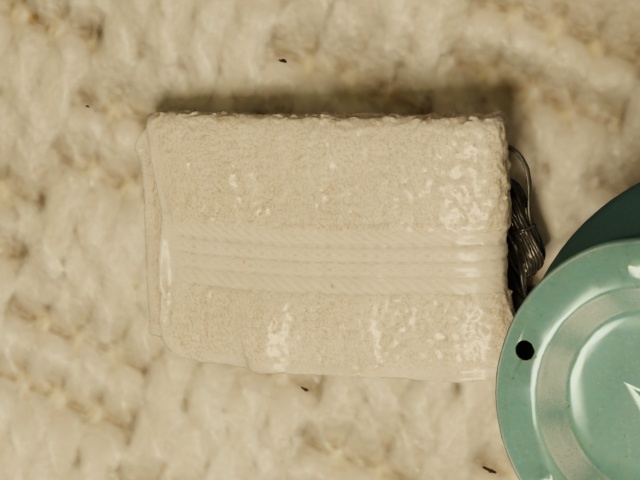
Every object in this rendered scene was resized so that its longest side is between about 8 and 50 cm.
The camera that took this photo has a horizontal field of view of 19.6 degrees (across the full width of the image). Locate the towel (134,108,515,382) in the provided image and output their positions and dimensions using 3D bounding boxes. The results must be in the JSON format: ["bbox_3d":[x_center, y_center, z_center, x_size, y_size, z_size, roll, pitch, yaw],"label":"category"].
[{"bbox_3d":[0.000,0.000,1.298,0.282,0.049,0.187,1,101,24],"label":"towel"}]

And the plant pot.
[{"bbox_3d":[0.233,0.078,1.096,0.271,0.255,0.272,3,97,30],"label":"plant pot"}]

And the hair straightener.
[{"bbox_3d":[0.141,0.018,1.297,0.089,0.047,0.230,-21,90,16],"label":"hair straightener"}]
